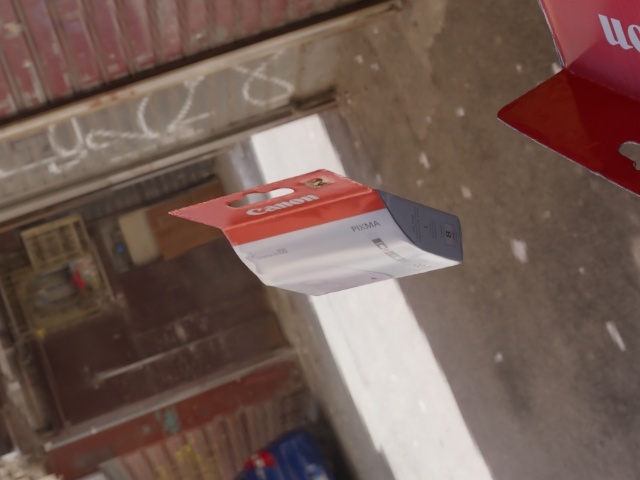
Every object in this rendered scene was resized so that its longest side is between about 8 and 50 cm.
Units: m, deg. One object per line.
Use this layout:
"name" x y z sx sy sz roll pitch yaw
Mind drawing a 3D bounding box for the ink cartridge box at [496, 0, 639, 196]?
"ink cartridge box" 0.273 -0.154 0.670 0.130 0.271 0.309 59 170 -32

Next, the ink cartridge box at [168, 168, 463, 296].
"ink cartridge box" 0.000 0.000 1.025 0.232 0.189 0.066 9 -109 -53
